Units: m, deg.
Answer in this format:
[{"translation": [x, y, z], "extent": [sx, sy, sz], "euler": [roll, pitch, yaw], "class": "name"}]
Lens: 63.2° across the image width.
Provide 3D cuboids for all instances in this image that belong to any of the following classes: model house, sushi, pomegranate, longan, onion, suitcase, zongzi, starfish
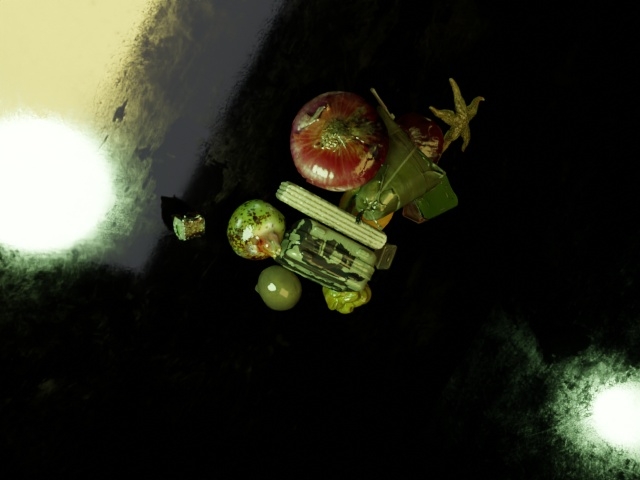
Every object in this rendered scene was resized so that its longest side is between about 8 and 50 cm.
[{"translation": [0.469, -0.192, 2.384], "extent": [0.294, 0.154, 0.207], "euler": [-22, 85, -42], "class": "model house"}, {"translation": [-0.421, -0.056, 1.660], "extent": [0.084, 0.094, 0.098], "euler": [-16, 124, -38], "class": "sushi"}, {"translation": [-0.200, -0.016, 1.773], "extent": [0.214, 0.248, 0.214], "euler": [-23, 134, -27], "class": "pomegranate"}, {"translation": [-0.159, 0.183, 1.990], "extent": [0.189, 0.189, 0.189], "euler": [-22, 127, -32], "class": "longan"}, {"translation": [0.405, -0.404, 2.128], "extent": [0.216, 0.207, 0.206], "euler": [2, 116, -49], "class": "onion"}, {"translation": [0.003, 0.056, 1.951], "extent": [0.351, 0.339, 0.194], "euler": [28, 74, -14], "class": "suitcase"}, {"translation": [0.190, -0.258, 1.903], "extent": [0.447, 0.418, 0.181], "euler": [-32, 172, -26], "class": "zongzi"}, {"translation": [0.064, -0.332, 1.810], "extent": [0.347, 0.347, 0.285], "euler": [-50, 174, -7], "class": "onion"}, {"translation": [0.605, -0.532, 2.329], "extent": [0.358, 0.078, 0.347], "euler": [-5, 120, -40], "class": "starfish"}]

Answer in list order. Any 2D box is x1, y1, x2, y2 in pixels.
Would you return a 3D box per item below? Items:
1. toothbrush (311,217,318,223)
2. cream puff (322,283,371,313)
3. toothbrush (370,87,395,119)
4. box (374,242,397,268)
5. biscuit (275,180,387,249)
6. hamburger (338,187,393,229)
[{"translation": [0.000, 0.000, 2.130], "extent": [0.027, 0.021, 0.269], "euler": [-46, 138, -30], "class": "toothbrush"}, {"translation": [0.111, 0.234, 2.267], "extent": [0.221, 0.195, 0.194], "euler": [12, 106, -41], "class": "cream puff"}, {"translation": [0.246, -0.532, 2.039], "extent": [0.017, 0.014, 0.194], "euler": [-55, 137, -1], "class": "toothbrush"}, {"translation": [0.290, 0.067, 2.404], "extent": [0.089, 0.062, 0.122], "euler": [2, 114, -43], "class": "box"}, {"translation": [0.041, -0.089, 1.893], "extent": [0.426, 0.144, 0.078], "euler": [28, 92, -16], "class": "biscuit"}, {"translation": [0.173, -0.134, 2.098], "extent": [0.246, 0.170, 0.246], "euler": [-28, 144, -23], "class": "hamburger"}]
